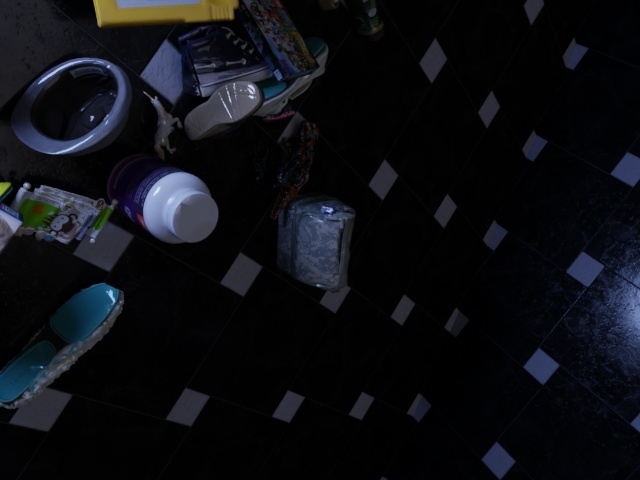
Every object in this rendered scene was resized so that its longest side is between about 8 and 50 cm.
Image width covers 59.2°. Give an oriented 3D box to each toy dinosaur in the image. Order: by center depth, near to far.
[{"bbox_3d":[-0.091,-0.229,1.814,0.218,0.164,0.321,7,83,-62],"label":"toy dinosaur"}]

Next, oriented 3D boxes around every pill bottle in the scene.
[{"bbox_3d":[-0.400,-0.103,1.436,0.182,0.323,0.181,-20,122,-36],"label":"pill bottle"}]

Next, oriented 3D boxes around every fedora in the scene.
[{"bbox_3d":[-0.554,-0.289,1.311,0.275,0.244,0.124,-59,167,-18],"label":"fedora"}]

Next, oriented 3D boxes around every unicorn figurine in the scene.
[{"bbox_3d":[-0.417,-0.305,1.502,0.111,0.060,0.161,44,40,-72],"label":"unicorn figurine"}]

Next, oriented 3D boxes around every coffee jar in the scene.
[{"bbox_3d":[0.144,-0.739,1.822,0.079,0.096,0.184,-42,134,-18],"label":"coffee jar"}]

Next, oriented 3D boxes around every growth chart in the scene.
[{"bbox_3d":[-0.644,-0.059,1.391,0.237,0.021,0.172,13,122,-37],"label":"growth chart"}]

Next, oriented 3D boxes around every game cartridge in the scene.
[{"bbox_3d":[-0.347,-0.627,1.238,0.324,0.053,0.285,-13,113,-22],"label":"game cartridge"}]

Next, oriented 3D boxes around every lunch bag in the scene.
[{"bbox_3d":[0.000,0.000,1.920,0.213,0.256,0.305,-13,118,-40],"label":"lunch bag"}]

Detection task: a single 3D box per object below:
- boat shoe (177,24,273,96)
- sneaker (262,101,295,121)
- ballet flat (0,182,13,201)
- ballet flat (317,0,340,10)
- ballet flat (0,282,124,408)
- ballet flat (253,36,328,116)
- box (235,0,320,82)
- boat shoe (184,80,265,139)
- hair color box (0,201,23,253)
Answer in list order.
[{"bbox_3d":[-0.229,-0.519,1.543,0.341,0.127,0.158,-31,135,-29],"label":"boat shoe"},{"bbox_3d":[-0.137,-0.405,1.758,0.119,0.047,0.057,-26,105,-35],"label":"sneaker"},{"bbox_3d":[-0.800,-0.061,1.260,0.231,0.077,0.077,-50,122,-12],"label":"ballet flat"},{"bbox_3d":[0.073,-0.810,1.736,0.080,0.073,0.232,26,90,-47],"label":"ballet flat"},{"bbox_3d":[-0.689,0.278,1.509,0.409,0.147,0.147,-44,134,-15],"label":"ballet flat"},{"bbox_3d":[-0.119,-0.459,1.693,0.400,0.139,0.139,-43,133,-23],"label":"ballet flat"},{"bbox_3d":[-0.117,-0.563,1.573,0.159,0.044,0.233,-35,95,-48],"label":"box"},{"bbox_3d":[-0.251,-0.349,1.528,0.092,0.285,0.102,-14,84,-55],"label":"boat shoe"},{"bbox_3d":[-0.818,-0.067,1.145,0.347,0.105,0.174,36,83,-30],"label":"hair color box"}]
